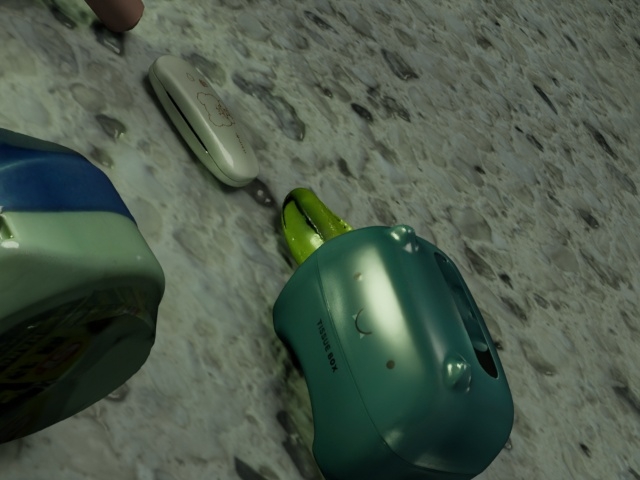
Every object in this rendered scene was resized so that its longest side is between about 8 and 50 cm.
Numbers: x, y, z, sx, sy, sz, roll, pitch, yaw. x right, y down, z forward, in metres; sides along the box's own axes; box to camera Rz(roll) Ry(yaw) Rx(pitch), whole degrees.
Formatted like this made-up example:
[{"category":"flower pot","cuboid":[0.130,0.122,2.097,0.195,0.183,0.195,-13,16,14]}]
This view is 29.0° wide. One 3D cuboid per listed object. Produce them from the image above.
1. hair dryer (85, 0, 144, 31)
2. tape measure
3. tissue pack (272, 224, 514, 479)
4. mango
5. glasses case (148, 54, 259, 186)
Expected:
[{"category":"hair dryer","cuboid":[-0.317,-0.338,1.422,0.352,0.210,0.125,53,16,-53]},{"category":"tape measure","cuboid":[-0.251,0.054,0.918,0.262,0.259,0.138,9,48,-56]},{"category":"tissue pack","cuboid":[0.087,0.126,1.344,0.198,0.206,0.287,22,39,-42]},{"category":"mango","cuboid":[0.000,0.000,1.519,0.091,0.074,0.165,13,31,-39]},{"category":"glasses case","cuboid":[-0.143,-0.148,1.520,0.193,0.049,0.074,55,29,13]}]
